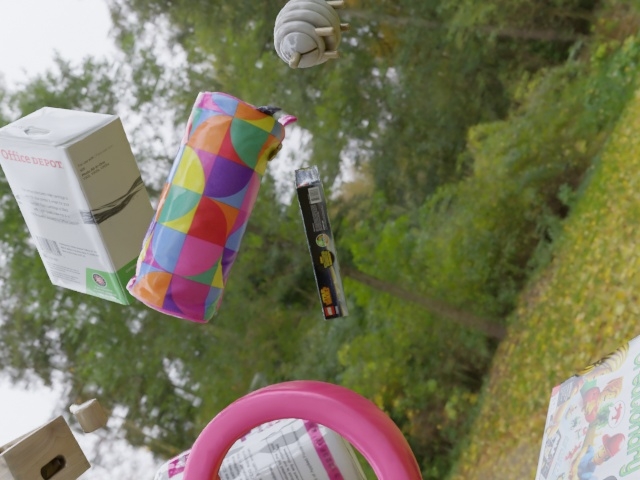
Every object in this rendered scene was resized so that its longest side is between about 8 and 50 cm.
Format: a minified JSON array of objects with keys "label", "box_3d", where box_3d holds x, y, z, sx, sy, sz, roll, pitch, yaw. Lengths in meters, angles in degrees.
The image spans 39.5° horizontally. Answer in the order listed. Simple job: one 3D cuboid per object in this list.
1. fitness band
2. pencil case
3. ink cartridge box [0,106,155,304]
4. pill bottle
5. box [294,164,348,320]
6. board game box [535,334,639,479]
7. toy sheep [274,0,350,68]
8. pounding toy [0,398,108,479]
[{"label":"fitness band","box_3d":[-0.008,0.260,0.734,0.054,0.208,0.291,-18,-83,-73]},{"label":"pencil case","box_3d":[-0.110,-0.035,0.897,0.104,0.104,0.236,28,-96,-83]},{"label":"ink cartridge box","box_3d":[-0.384,-0.060,1.449,0.121,0.211,0.289,-40,-51,-39]},{"label":"pill bottle","box_3d":[-0.093,0.302,1.039,0.283,0.160,0.160,-27,-11,-2]},{"label":"box","box_3d":[0.000,0.000,0.894,0.094,0.027,0.137,-98,-4,-75]},{"label":"board game box","box_3d":[0.358,0.256,1.116,0.193,0.053,0.305,-43,9,37]},{"label":"toy sheep","box_3d":[-0.015,-0.255,1.095,0.132,0.091,0.091,-69,-4,-45]},{"label":"pounding toy","box_3d":[-0.347,0.285,1.148,0.206,0.094,0.181,-28,2,20]}]
